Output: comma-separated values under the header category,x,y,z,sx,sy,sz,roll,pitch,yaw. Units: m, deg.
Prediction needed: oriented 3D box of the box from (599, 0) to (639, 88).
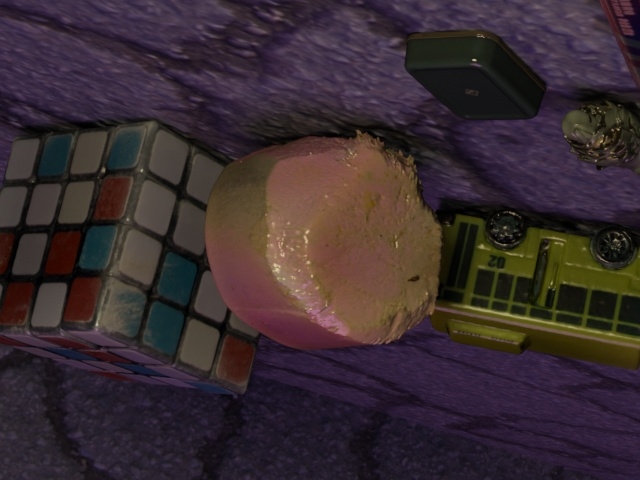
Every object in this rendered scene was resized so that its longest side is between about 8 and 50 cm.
category,x,y,z,sx,sy,sz,roll,pitch,yaw
box,0.257,-0.166,1.047,0.120,0.069,0.224,5,164,24

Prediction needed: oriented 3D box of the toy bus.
category,x,y,z,sx,sy,sz,roll,pitch,yaw
toy bus,0.248,0.056,1.734,0.262,0.150,0.128,10,164,12

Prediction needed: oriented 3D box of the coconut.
category,x,y,z,sx,sy,sz,roll,pitch,yaw
coconut,0.000,0.000,1.612,0.233,0.233,0.245,20,170,-27

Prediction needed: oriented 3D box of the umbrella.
category,x,y,z,sx,sy,sz,roll,pitch,yaw
umbrella,0.268,-0.087,1.358,0.143,0.062,0.067,16,-162,-37

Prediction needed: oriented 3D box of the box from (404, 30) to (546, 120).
category,x,y,z,sx,sy,sz,roll,pitch,yaw
box,0.133,-0.140,1.323,0.091,0.031,0.126,3,161,33

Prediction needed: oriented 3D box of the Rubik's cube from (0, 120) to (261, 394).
category,x,y,z,sx,sy,sz,roll,pitch,yaw
Rubik's cube,-0.224,0.024,1.805,0.253,0.256,0.259,0,161,40
